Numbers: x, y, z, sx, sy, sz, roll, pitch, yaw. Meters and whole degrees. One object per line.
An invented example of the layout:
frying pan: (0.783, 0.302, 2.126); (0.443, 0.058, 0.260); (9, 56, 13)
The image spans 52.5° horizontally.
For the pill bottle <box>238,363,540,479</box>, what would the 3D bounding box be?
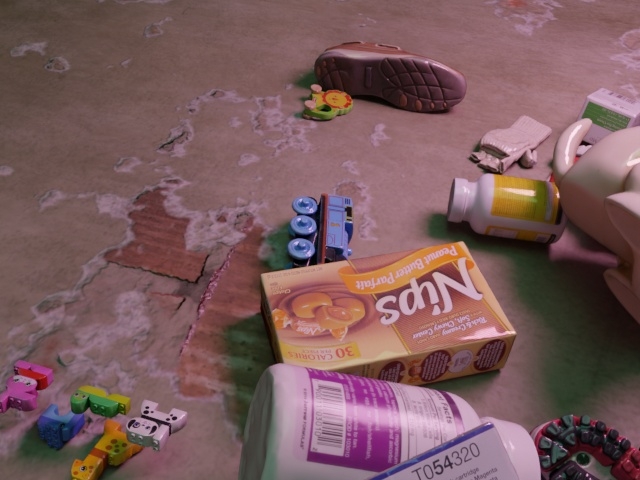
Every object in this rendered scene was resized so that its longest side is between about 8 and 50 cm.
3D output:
pill bottle: (0.074, 0.239, 0.705); (0.301, 0.169, 0.169); (13, 43, -13)

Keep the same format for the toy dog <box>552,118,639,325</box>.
toy dog: (0.585, -0.085, 0.927); (0.407, 0.285, 0.395); (-30, 41, 1)

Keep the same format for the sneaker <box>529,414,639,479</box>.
sneaker: (0.374, 0.300, 0.732); (0.299, 0.112, 0.121); (36, 77, 13)

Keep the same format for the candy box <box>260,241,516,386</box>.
candy box: (0.086, 0.113, 0.912); (0.316, 0.088, 0.183); (-8, 46, -12)

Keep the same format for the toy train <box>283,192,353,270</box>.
toy train: (0.000, 0.000, 1.031); (0.105, 0.080, 0.184); (7, 44, -4)

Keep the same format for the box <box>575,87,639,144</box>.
box: (0.571, -0.237, 1.284); (0.101, 0.087, 0.102); (32, 39, 26)

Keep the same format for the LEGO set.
LEGO set: (-0.282, 0.232, 0.767); (0.227, 0.087, 0.093); (13, 30, 10)

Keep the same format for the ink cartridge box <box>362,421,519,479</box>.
ink cartridge box: (0.080, 0.376, 0.564); (0.323, 0.071, 0.330); (-18, 73, -17)

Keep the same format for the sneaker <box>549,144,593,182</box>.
sneaker: (0.510, -0.041, 1.098); (0.279, 0.107, 0.118); (39, 77, 23)

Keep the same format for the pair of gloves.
pair of gloves: (0.426, -0.160, 1.242); (0.204, 0.042, 0.240); (-30, 53, -29)

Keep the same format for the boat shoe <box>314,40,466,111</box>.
boat shoe: (0.153, -0.365, 1.380); (0.324, 0.123, 0.116); (15, 44, 10)

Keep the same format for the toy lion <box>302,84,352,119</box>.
toy lion: (0.018, -0.284, 1.354); (0.096, 0.034, 0.100); (15, 46, 1)

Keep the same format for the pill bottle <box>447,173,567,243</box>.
pill bottle: (0.310, -0.056, 1.085); (0.184, 0.103, 0.103); (9, 45, 5)
